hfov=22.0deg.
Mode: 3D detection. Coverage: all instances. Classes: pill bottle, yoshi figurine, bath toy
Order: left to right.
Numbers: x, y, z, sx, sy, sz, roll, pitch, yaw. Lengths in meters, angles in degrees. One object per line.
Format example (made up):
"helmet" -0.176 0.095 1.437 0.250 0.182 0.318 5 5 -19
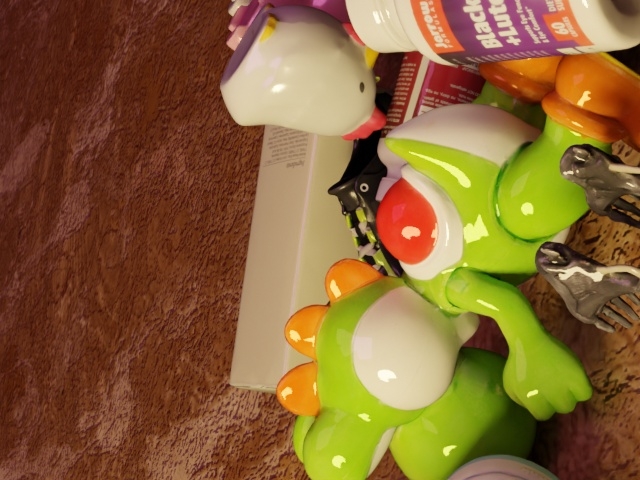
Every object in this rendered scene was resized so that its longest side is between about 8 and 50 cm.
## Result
"bath toy" 0.004 -0.188 1.362 0.151 0.129 0.348 -53 16 25
"pill bottle" 0.095 -0.095 1.299 0.086 0.086 0.152 13 85 62
"yoshi figurine" 0.125 0.035 1.171 0.203 0.203 0.362 35 99 18
"pill bottle" 0.115 -0.170 1.072 0.193 0.108 0.108 -1 78 40

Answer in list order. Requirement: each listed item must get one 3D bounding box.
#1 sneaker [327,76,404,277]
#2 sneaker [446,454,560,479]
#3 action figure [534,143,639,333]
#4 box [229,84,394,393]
"sneaker" 0.044 -0.017 1.363 0.084 0.097 0.235 -21 61 58
"sneaker" 0.043 0.297 1.046 0.319 0.127 0.208 -62 -5 22
"action figure" 0.249 -0.017 0.941 0.275 0.141 0.164 -10 67 62
"box" 0.000 0.000 1.442 0.113 0.094 0.275 -5 76 62
